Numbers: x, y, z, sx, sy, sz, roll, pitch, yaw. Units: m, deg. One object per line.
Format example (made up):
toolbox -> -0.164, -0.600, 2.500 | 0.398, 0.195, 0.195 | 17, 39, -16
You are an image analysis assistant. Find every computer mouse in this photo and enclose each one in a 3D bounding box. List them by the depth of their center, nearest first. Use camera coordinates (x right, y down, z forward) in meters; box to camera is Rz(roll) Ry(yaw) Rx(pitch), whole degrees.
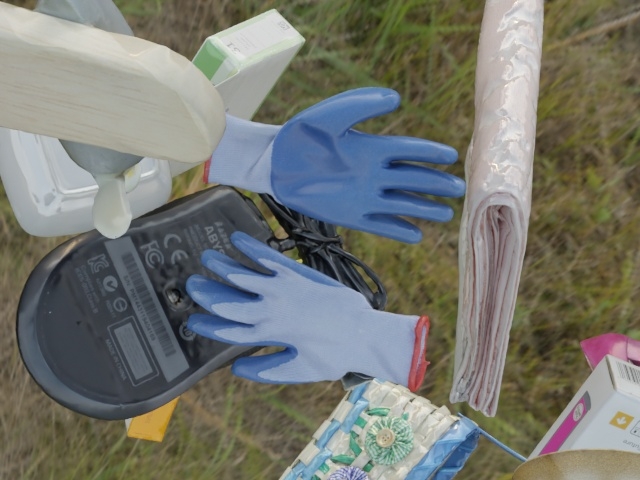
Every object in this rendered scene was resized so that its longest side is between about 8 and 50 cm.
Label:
computer mouse -> -0.087, 0.042, 0.925 | 0.272, 0.072, 0.188 | -19, 88, -38

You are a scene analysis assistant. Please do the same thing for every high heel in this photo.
high heel -> 0.345, 0.202, 1.697 | 0.117, 0.082, 0.244 | 2, 44, 28

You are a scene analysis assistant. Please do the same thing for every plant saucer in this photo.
plant saucer -> 0.132, 0.121, 0.658 | 0.083, 0.083, 0.015 | 12, 59, -9

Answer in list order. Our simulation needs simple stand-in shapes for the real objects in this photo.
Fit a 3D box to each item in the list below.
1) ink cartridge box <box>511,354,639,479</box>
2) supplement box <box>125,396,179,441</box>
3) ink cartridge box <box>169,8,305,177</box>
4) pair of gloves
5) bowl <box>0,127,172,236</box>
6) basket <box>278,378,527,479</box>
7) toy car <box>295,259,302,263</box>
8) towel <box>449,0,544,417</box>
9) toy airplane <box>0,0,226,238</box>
ink cartridge box -> 0.268, 0.289, 1.396 | 0.176, 0.371, 0.069 | 22, 29, -13
supplement box -> -0.164, 0.136, 1.331 | 0.036, 0.062, 0.098 | 12, 28, -22
ink cartridge box -> -0.130, -0.123, 1.359 | 0.056, 0.171, 0.235 | 46, 39, 8
pair of gloves -> 0.000, 0.000, 0.835 | 0.159, 0.023, 0.198 | 12, 110, 9
bowl -> -0.193, -0.082, 1.149 | 0.142, 0.053, 0.142 | -14, 85, -26
basket -> 0.108, 0.311, 1.602 | 0.289, 0.201, 0.254 | 36, 81, 12
toy car -> -0.082, 0.045, 1.433 | 0.239, 0.225, 0.053 | 17, 72, -3
towel -> 0.151, -0.064, 1.208 | 0.054, 0.317, 0.331 | 5, 52, 5
toy airplane -> -0.286, -0.115, 0.834 | 0.386, 0.384, 0.272 | 50, 35, -5
